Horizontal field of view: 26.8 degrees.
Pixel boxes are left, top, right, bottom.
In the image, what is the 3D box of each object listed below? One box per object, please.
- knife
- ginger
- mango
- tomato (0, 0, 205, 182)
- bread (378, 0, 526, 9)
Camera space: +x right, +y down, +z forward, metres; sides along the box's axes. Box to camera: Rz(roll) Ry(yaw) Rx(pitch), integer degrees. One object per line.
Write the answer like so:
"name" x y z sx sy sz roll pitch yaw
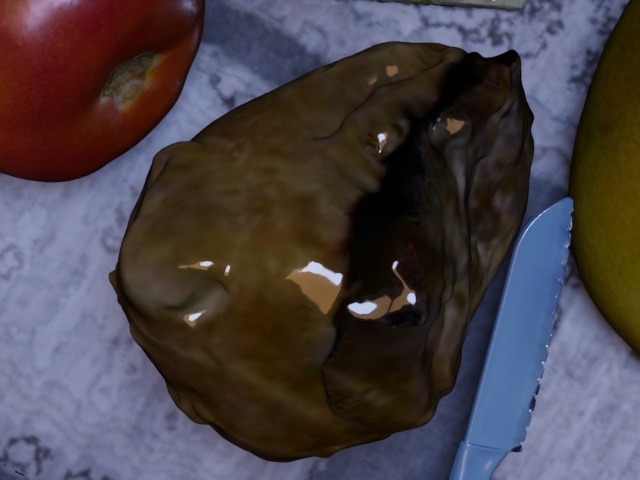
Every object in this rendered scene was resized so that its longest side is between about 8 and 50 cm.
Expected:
"knife" 0.110 0.122 0.851 0.044 0.019 0.313 12 99 -9
"ginger" 0.001 0.002 0.815 0.223 0.200 0.269 6 53 20
"mango" 0.267 -0.058 0.841 0.211 0.173 0.317 17 103 -5
"tomato" -0.157 -0.130 0.806 0.136 0.195 0.195 41 90 17
"bread" 0.065 -0.192 0.893 0.154 0.028 0.068 4 90 -4
